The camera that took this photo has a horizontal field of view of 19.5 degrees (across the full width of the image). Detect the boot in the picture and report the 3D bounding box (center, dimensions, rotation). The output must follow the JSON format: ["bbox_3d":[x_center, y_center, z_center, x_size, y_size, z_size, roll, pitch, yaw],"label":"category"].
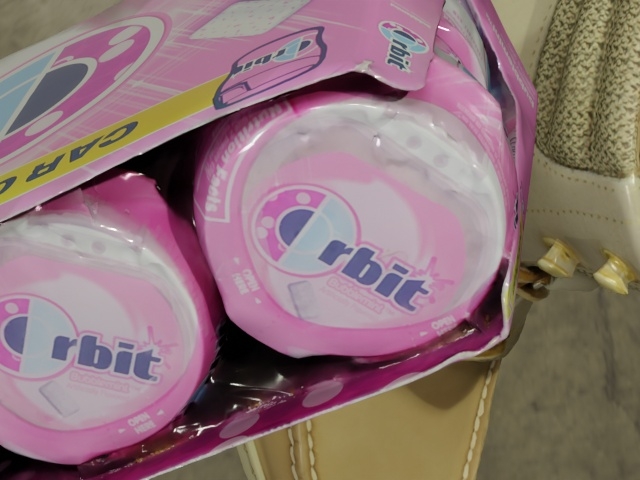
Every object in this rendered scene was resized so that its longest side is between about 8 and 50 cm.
[{"bbox_3d":[0.058,0.007,0.535,0.095,0.203,0.262,-3,105,-31],"label":"boot"}]

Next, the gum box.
[{"bbox_3d":[-0.045,-0.001,0.381,0.188,0.107,0.062,-23,113,19],"label":"gum box"}]
